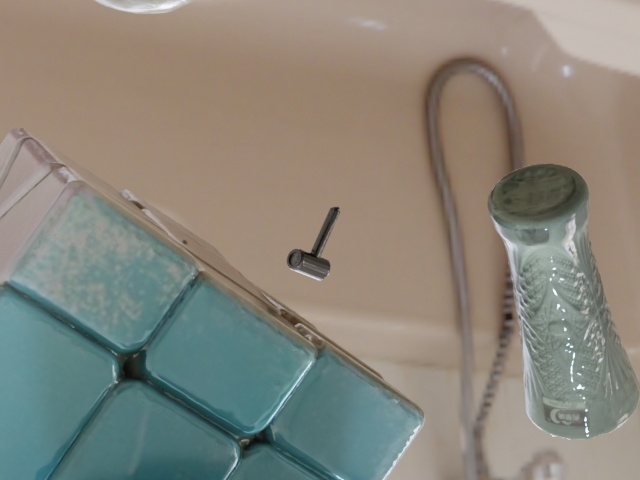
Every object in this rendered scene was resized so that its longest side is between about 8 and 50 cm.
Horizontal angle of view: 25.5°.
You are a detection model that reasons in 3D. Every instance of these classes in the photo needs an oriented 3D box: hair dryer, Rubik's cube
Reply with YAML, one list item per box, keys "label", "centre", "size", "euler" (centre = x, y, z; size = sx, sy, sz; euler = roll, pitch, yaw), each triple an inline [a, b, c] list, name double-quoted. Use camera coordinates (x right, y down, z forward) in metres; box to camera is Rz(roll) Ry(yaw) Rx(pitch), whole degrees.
- label: "hair dryer"
  centre: [0.000, 0.000, 1.543]
  size: [0.047, 0.083, 0.026]
  euler: [23, -174, -44]
- label: "Rubik's cube"
  centre: [-0.172, 0.139, 1.067]
  size: [0.316, 0.321, 0.319]
  euler: [36, 178, -21]

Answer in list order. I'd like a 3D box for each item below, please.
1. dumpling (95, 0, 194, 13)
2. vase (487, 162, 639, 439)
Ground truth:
- label: "dumpling"
  centre: [-0.140, -0.257, 1.135]
  size: [0.258, 0.147, 0.193]
  euler: [-4, -172, 4]
- label: "vase"
  centre: [0.186, 0.046, 1.097]
  size: [0.096, 0.096, 0.219]
  euler: [-9, 128, 14]
